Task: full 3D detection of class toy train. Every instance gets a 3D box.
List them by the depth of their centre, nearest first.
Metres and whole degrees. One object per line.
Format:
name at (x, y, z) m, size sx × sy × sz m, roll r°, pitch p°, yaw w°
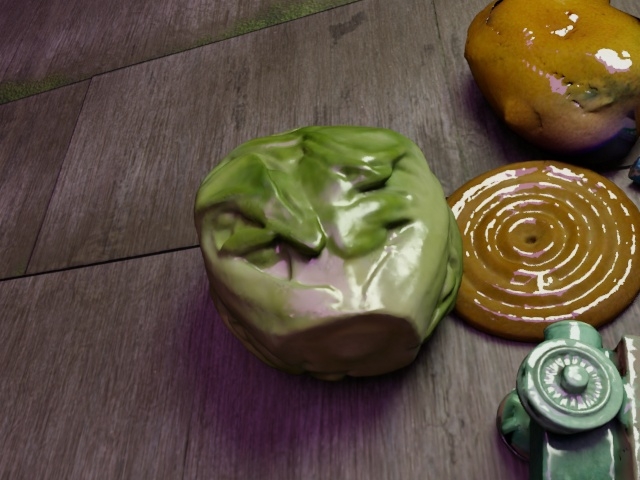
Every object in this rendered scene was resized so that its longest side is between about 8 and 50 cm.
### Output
toy train at (0.269, 0.215, 0.490) m, size 0.222 × 0.150 × 0.304 m, roll 6°, pitch 57°, yaw 12°

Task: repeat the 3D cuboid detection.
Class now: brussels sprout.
brussels sprout at (0.000, 0.000, 0.671) m, size 0.328 × 0.247 × 0.328 m, roll -16°, pitch 52°, yaw 21°

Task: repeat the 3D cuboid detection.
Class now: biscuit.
biscuit at (0.257, 0.001, 0.701) m, size 0.262 × 0.037 × 0.262 m, roll -11°, pitch 53°, yaw 15°

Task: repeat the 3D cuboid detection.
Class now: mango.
mango at (0.313, -0.227, 0.763) m, size 0.201 × 0.152 × 0.287 m, roll -27°, pitch 52°, yaw -3°

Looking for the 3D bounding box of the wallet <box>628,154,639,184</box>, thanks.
wallet at (0.483, -0.066, 0.648) m, size 0.141 × 0.059 × 0.202 m, roll -41°, pitch 51°, yaw -1°
